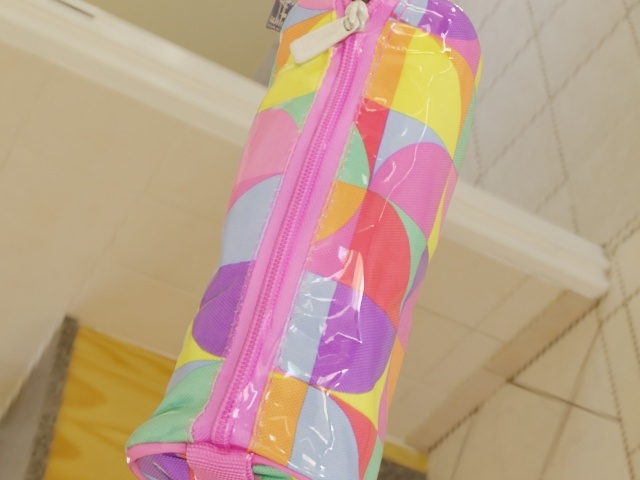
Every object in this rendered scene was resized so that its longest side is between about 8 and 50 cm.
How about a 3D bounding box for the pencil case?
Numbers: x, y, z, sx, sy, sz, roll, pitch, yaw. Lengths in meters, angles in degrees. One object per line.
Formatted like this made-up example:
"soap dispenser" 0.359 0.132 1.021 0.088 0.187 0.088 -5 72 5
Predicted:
"pencil case" 0.000 0.000 0.486 0.104 0.104 0.236 -32 38 58
